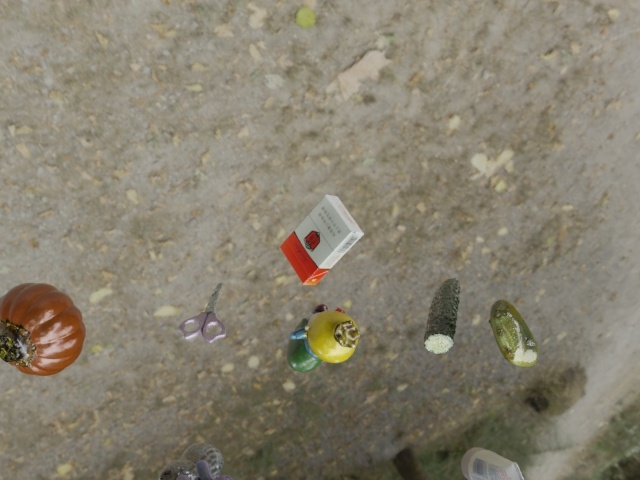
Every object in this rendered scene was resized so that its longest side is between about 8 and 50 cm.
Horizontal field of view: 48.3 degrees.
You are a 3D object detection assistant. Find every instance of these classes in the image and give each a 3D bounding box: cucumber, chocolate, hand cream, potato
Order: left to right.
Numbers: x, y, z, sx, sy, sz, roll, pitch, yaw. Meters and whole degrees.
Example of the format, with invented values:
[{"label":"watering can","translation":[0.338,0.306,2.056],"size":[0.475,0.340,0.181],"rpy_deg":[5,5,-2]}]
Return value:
[{"label":"chocolate","translation":[-0.308,0.551,1.701],"size":[0.110,0.110,0.248],"rpy_deg":[-46,171,9]},{"label":"cucumber","translation":[0.279,0.153,1.612],"size":[0.067,0.068,0.293],"rpy_deg":[-62,179,29]},{"label":"hand cream","translation":[0.391,0.511,1.548],"size":[0.083,0.133,0.248],"rpy_deg":[-28,-175,-14]},{"label":"potato","translation":[0.484,0.235,1.786],"size":[0.085,0.188,0.105],"rpy_deg":[-24,-177,44]}]

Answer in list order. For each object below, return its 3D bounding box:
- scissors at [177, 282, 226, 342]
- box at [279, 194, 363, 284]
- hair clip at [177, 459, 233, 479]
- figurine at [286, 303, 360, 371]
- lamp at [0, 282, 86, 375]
[{"label":"scissors","translation":[-0.259,0.162,1.675],"size":[0.110,0.212,0.021],"rpy_deg":[8,127,4]},{"label":"box","translation":[0.000,0.000,1.375],"size":[0.048,0.100,0.152],"rpy_deg":[6,133,-49]},{"label":"hair clip","translation":[-0.178,0.554,1.390],"size":[0.137,0.278,0.090],"rpy_deg":[-38,166,-5]},{"label":"figurine","translation":[0.024,0.198,1.580],"size":[0.185,0.127,0.234],"rpy_deg":[-48,178,-38]},{"label":"lamp","translation":[-0.645,0.203,1.631],"size":[0.196,0.223,0.223],"rpy_deg":[-42,162,-58]}]
